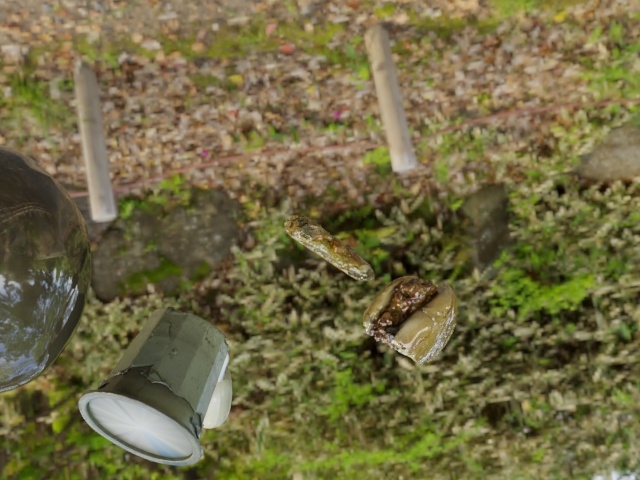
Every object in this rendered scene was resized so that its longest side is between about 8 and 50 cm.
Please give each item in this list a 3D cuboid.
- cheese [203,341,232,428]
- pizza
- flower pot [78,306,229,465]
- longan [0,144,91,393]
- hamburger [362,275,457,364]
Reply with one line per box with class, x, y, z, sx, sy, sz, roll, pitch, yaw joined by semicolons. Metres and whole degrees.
cheese;-0.212;0.283;1.763;0.064;0.137;0.227;0;138;-23
pizza;0.000;0.000;1.880;0.292;0.058;0.197;34;-179;43
flower pot;-0.249;0.222;1.403;0.212;0.203;0.212;16;147;11
longan;-0.509;0.046;1.189;0.404;0.404;0.336;-10;166;8
hamburger;0.187;0.149;1.737;0.282;0.155;0.245;-39;159;-40
